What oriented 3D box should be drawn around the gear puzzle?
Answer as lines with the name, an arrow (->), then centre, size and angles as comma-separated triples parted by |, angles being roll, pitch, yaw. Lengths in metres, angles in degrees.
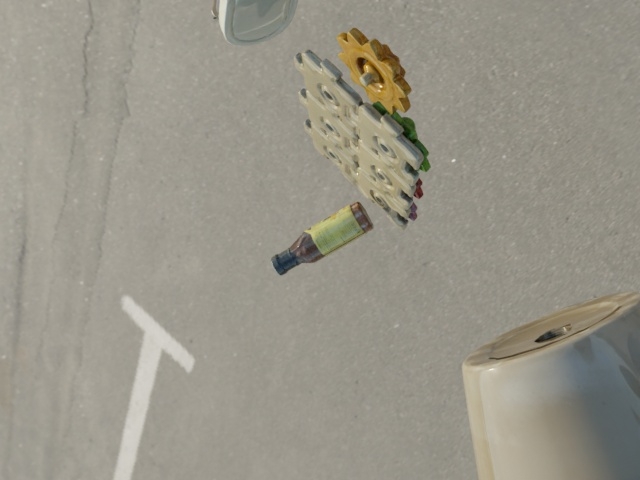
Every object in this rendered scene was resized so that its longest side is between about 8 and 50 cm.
gear puzzle -> 0.049, -0.124, 0.780 | 0.175, 0.044, 0.339 | 45, 171, 13

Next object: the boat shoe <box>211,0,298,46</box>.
boat shoe -> -0.055, -0.333, 0.758 | 0.097, 0.116, 0.324 | 67, 158, 19

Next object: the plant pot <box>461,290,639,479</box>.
plant pot -> 0.278, 0.213, 0.741 | 0.323, 0.323, 0.281 | -27, 85, 44

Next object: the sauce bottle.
sauce bottle -> 0.000, 0.000, 0.909 | 0.128, 0.042, 0.042 | -29, 89, 9
